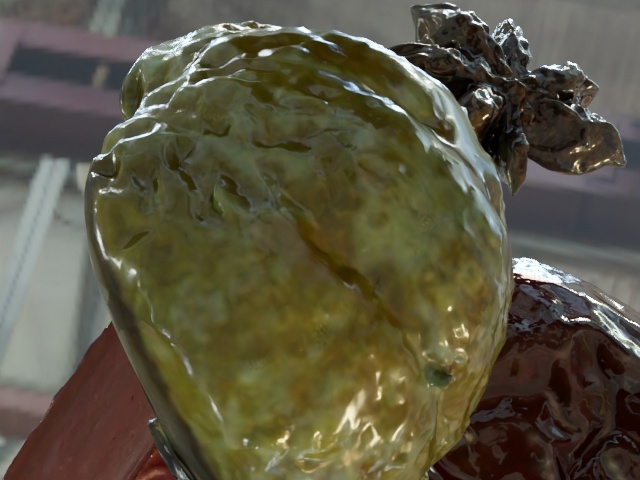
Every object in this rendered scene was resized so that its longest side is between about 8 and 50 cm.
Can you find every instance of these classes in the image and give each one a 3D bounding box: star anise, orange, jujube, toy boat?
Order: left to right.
[{"bbox_3d":[-0.114,0.163,1.336,0.145,0.133,0.332,27,-99,51],"label":"toy boat"},{"bbox_3d":[0.000,0.000,1.117,0.210,0.271,0.369,-27,-154,17],"label":"orange"},{"bbox_3d":[0.134,-0.119,1.527,0.212,0.073,0.197,-16,-121,-40],"label":"star anise"},{"bbox_3d":[0.154,0.161,1.495,0.377,0.276,0.276,34,-124,21],"label":"jujube"}]
